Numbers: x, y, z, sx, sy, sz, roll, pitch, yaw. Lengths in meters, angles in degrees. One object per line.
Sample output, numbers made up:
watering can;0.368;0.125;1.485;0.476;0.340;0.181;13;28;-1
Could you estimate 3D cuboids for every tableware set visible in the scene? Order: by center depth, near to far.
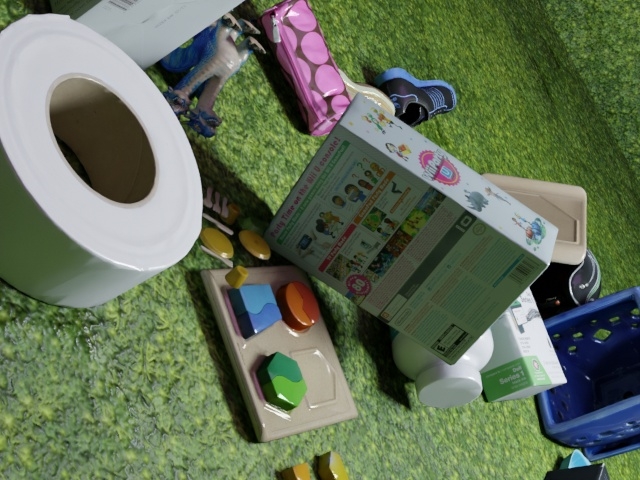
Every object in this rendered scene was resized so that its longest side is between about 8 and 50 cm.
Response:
tableware set;-0.106;0.002;1.286;0.104;0.024;0.154;33;25;-21

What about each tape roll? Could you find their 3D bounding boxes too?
tape roll;-0.248;-0.081;1.069;0.286;0.100;0.286;39;36;-36

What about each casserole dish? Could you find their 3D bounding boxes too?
casserole dish;0.441;0.441;1.838;0.114;0.037;0.188;58;27;-7

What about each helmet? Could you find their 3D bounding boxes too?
helmet;0.463;0.075;2.068;0.169;0.169;0.161;44;49;-31

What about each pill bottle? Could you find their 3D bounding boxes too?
pill bottle;0.169;0.106;1.559;0.146;0.146;0.264;35;39;-41

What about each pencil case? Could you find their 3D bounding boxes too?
pencil case;-0.023;-0.261;1.619;0.209;0.095;0.098;63;13;-2

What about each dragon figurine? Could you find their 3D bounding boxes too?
dragon figurine;-0.154;-0.239;1.381;0.085;0.144;0.289;40;15;-33

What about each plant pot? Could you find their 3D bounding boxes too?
plant pot;0.538;0.261;1.962;0.212;0.236;0.236;44;32;-41

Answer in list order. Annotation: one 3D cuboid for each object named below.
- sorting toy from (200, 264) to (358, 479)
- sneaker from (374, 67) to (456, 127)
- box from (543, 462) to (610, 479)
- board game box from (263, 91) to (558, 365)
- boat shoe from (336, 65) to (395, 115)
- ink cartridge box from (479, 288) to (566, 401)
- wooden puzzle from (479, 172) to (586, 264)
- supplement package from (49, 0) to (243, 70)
sorting toy;-0.023;0.170;1.287;0.229;0.041;0.307;2;64;-59
sneaker;0.183;-0.249;1.978;0.232;0.081;0.090;5;64;-50
box;0.406;0.498;1.609;0.184;0.103;0.261;-39;111;-65
board game box;0.108;-0.009;1.351;0.303;0.224;0.097;33;38;-4
boat shoe;0.048;-0.219;1.744;0.190;0.068;0.072;21;60;-38
ink cartridge box;0.314;0.155;1.815;0.160;0.092;0.219;8;60;-58
wooden puzzle;0.395;-0.039;2.044;0.239;0.221;0.044;-69;165;-53
supplement package;-0.213;-0.350;1.263;0.149;0.194;0.203;17;51;-55
